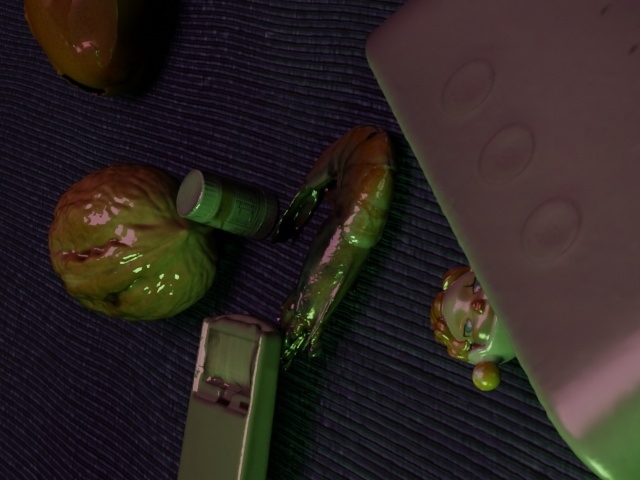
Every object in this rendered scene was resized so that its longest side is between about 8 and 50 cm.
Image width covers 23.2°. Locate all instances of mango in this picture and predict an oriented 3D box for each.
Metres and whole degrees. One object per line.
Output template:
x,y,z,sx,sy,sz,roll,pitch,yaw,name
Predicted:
-0.248,-0.272,1.715,0.166,0.136,0.236,-28,66,33,mango

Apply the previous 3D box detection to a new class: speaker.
0.191,-0.040,0.932,0.184,0.183,0.406,-44,41,21,speaker

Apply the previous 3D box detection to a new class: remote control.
-0.081,0.204,1.323,0.123,0.038,0.285,5,87,60,remote control

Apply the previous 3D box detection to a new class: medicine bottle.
-0.084,-0.033,1.418,0.047,0.083,0.047,-28,54,47,medicine bottle

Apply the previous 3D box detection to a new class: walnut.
-0.173,0.001,1.480,0.184,0.155,0.155,-4,73,56,walnut

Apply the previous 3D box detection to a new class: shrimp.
0.000,0.000,1.321,0.217,0.051,0.150,-64,28,6,shrimp

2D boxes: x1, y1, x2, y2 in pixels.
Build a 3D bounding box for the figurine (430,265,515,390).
0.141,0.049,1.079,0.143,0.068,0.101,-23,62,36,figurine
